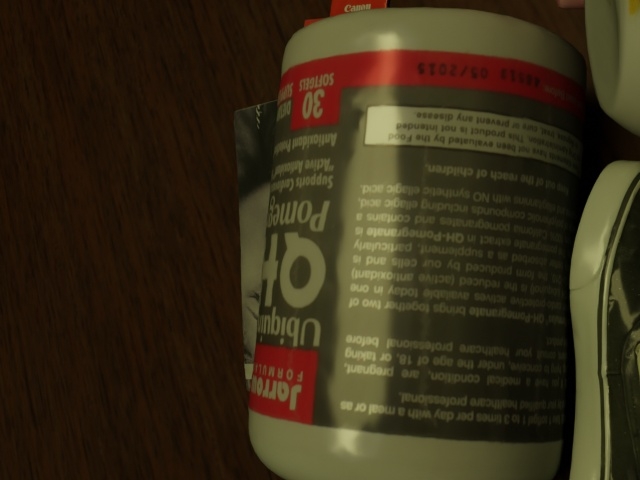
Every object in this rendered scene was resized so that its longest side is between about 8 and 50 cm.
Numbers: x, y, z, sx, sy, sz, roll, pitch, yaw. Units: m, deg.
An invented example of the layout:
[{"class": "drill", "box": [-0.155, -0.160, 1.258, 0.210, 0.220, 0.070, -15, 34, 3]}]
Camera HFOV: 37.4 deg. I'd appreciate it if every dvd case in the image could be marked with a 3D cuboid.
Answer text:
[{"class": "dvd case", "box": [0.000, 0.000, 0.687, 0.164, 0.018, 0.221, -7, 85, 43]}]

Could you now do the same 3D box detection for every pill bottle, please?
[{"class": "pill bottle", "box": [0.052, 0.047, 0.533, 0.176, 0.176, 0.318, 0, 83, 44]}]

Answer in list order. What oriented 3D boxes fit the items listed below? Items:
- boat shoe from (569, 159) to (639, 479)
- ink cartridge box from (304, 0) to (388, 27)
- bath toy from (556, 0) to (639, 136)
[{"class": "boat shoe", "box": [0.176, 0.067, 0.488, 0.070, 0.078, 0.219, 1, 89, 45]}, {"class": "ink cartridge box", "box": [0.015, -0.147, 0.718, 0.063, 0.029, 0.115, 7, 87, 44]}, {"class": "bath toy", "box": [0.166, -0.184, 0.442, 0.129, 0.151, 0.348, -6, 42, 5]}]
